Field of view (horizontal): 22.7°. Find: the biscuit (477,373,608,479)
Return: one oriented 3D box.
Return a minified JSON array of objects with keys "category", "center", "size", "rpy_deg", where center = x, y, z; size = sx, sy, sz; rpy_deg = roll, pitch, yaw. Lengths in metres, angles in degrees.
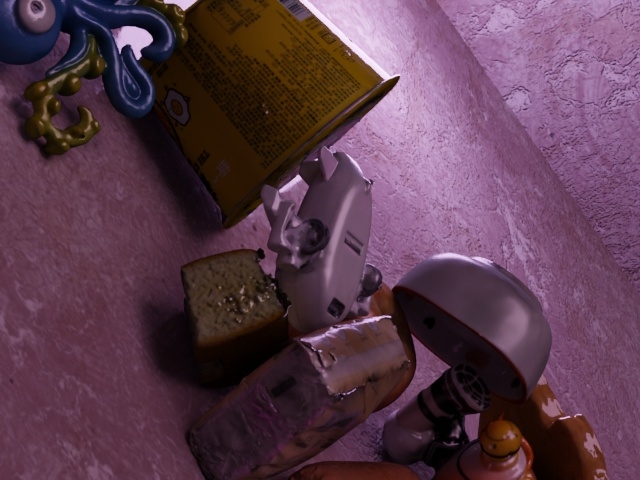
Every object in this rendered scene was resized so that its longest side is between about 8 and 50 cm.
[{"category":"biscuit","center":[0.329,0.353,2.347],"size":[0.312,0.057,0.351],"rpy_deg":[30,-53,58]}]

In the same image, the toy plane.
[{"category":"toy plane","center":[0.003,0.000,2.031],"size":[0.252,0.118,0.252],"rpy_deg":[12,76,-57]}]

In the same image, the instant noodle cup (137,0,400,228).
[{"category":"instant noodle cup","center":[-0.090,-0.212,2.199],"size":[0.254,0.325,0.325],"rpy_deg":[49,23,0]}]

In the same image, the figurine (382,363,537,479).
[{"category":"figurine","center":[0.221,0.364,2.263],"size":[0.323,0.196,0.320],"rpy_deg":[60,-15,26]}]

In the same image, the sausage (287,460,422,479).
[{"category":"sausage","center":[0.051,0.331,2.094],"size":[0.289,0.086,0.086],"rpy_deg":[12,52,-59]}]

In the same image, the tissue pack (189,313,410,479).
[{"category":"tissue pack","center":[-0.014,0.198,1.956],"size":[0.123,0.215,0.256],"rpy_deg":[55,22,13]}]

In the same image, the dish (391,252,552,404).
[{"category":"dish","center":[0.227,0.108,2.238],"size":[0.256,0.117,0.256],"rpy_deg":[37,-14,11]}]

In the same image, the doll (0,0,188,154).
[{"category":"doll","center":[-0.318,-0.295,1.961],"size":[0.341,0.099,0.346],"rpy_deg":[-27,92,-36]}]

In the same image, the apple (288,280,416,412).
[{"category":"apple","center":[0.032,0.138,2.189],"size":[0.209,0.164,0.209],"rpy_deg":[48,30,-39]}]

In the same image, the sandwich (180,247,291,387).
[{"category":"sandwich","center":[-0.104,0.113,1.995],"size":[0.236,0.128,0.122],"rpy_deg":[88,-15,-62]}]
